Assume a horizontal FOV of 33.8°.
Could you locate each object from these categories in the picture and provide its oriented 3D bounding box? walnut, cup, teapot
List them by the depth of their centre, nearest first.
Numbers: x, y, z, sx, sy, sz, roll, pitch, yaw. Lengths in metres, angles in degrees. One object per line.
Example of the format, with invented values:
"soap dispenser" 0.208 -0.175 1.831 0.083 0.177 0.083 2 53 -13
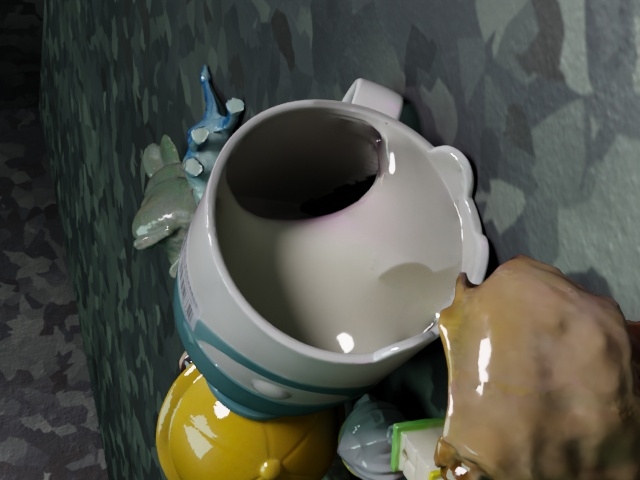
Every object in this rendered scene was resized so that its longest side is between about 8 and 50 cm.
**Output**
"walnut" 0.138 0.122 0.614 0.238 0.141 0.204 23 -99 -71
"cup" 0.000 0.000 0.900 0.257 0.219 0.289 127 163 -62
"teapot" 0.017 0.269 1.127 0.083 0.057 0.067 49 168 44

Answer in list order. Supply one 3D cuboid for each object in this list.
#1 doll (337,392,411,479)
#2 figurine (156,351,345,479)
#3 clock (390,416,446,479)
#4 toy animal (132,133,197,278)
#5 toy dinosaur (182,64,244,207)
"doll" 0.050 0.192 0.994 0.180 0.079 0.094 118 141 -75
"figurine" -0.061 0.157 1.075 0.167 0.192 0.256 -46 21 33
"clock" 0.122 0.281 0.797 0.255 0.106 0.219 -130 40 -63
"toy animal" -0.212 -0.064 1.574 0.251 0.127 0.125 -100 3 -51
"toy dinosaur" -0.148 -0.105 1.399 0.144 0.076 0.329 134 135 -70
